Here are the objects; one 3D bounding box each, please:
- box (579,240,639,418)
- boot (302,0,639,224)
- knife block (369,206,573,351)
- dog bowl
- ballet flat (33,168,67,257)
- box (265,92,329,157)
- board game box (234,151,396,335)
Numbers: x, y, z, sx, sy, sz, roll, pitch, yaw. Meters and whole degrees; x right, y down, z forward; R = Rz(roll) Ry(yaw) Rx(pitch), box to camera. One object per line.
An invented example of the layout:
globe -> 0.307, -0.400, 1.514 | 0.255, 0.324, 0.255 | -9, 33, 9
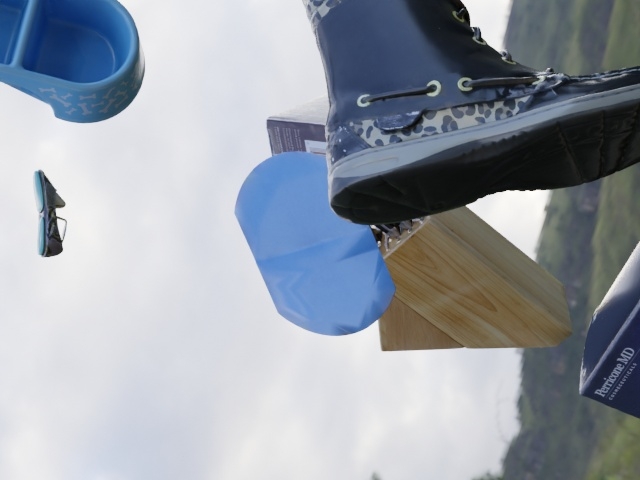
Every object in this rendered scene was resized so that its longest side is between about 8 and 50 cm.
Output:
box -> 0.349, 0.090, 1.022 | 0.108, 0.207, 0.153 | -66, -5, -46
boot -> 0.105, -0.118, 0.755 | 0.085, 0.236, 0.179 | 69, -172, -62
knife block -> 0.121, -0.004, 1.229 | 0.088, 0.275, 0.242 | -85, -8, -55
dog bowl -> -0.355, -0.249, 1.444 | 0.074, 0.297, 0.166 | 133, 149, -67
ballet flat -> -0.342, -0.034, 1.511 | 0.041, 0.041, 0.114 | 17, -115, -65
box -> 0.055, -0.134, 1.822 | 0.203, 0.167, 0.168 | -27, -65, -38
board game box -> 0.000, 0.000, 1.035 | 0.033, 0.133, 0.169 | -32, -79, -50
